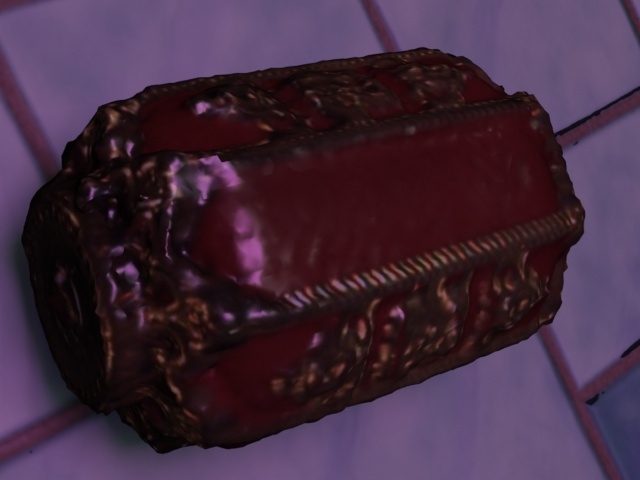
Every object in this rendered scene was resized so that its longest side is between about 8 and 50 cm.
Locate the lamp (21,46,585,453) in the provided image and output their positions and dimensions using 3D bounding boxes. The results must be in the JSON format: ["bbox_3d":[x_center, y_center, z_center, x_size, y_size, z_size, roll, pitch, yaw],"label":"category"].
[{"bbox_3d":[0.000,0.000,0.513,0.274,0.177,0.177,-14,87,-34],"label":"lamp"}]
